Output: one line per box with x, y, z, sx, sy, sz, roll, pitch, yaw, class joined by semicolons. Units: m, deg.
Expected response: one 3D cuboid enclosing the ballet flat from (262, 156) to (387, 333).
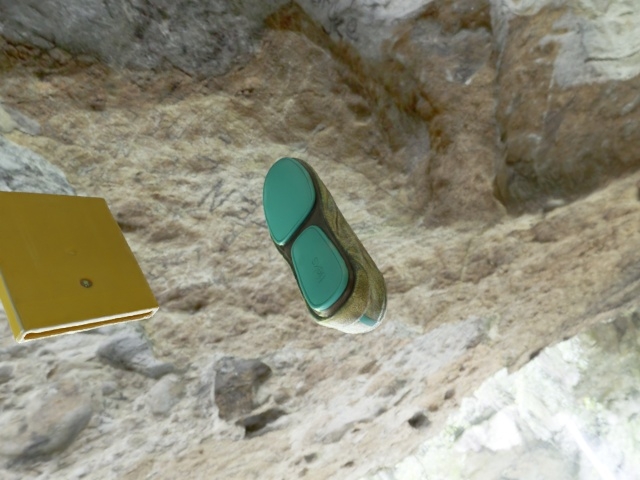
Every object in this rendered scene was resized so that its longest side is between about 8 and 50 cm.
0.000;0.000;0.663;0.123;0.349;0.123;-11;-51;-14;ballet flat

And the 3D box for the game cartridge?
-0.523;0.037;0.936;0.052;0.324;0.285;-44;-21;24;game cartridge
